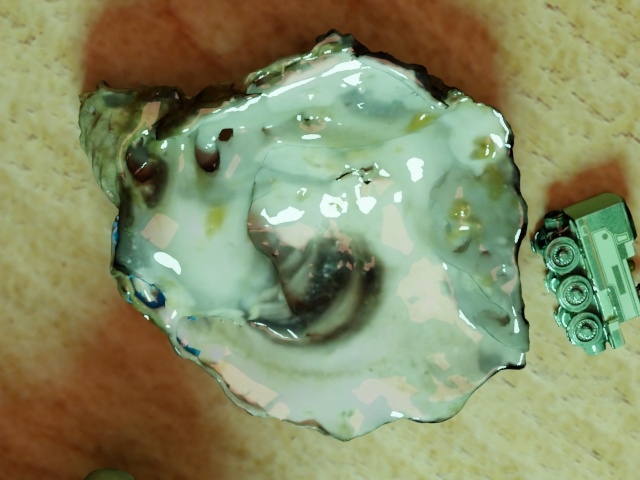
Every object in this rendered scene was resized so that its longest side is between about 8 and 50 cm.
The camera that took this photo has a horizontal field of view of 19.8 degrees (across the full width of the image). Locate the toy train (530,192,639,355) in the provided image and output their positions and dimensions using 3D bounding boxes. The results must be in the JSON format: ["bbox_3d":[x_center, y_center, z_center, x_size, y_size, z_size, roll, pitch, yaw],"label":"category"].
[{"bbox_3d":[0.146,0.019,0.978,0.053,0.033,0.083,-21,105,-4],"label":"toy train"}]

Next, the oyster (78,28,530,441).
[{"bbox_3d":[0.000,0.000,0.935,0.214,0.083,0.223,-13,110,1],"label":"oyster"}]

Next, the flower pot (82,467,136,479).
[{"bbox_3d":[-0.156,0.255,0.887,0.244,0.307,0.307,-26,106,-19],"label":"flower pot"}]
